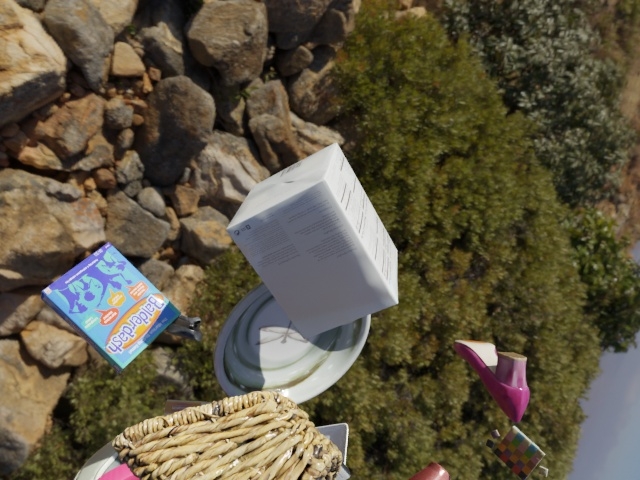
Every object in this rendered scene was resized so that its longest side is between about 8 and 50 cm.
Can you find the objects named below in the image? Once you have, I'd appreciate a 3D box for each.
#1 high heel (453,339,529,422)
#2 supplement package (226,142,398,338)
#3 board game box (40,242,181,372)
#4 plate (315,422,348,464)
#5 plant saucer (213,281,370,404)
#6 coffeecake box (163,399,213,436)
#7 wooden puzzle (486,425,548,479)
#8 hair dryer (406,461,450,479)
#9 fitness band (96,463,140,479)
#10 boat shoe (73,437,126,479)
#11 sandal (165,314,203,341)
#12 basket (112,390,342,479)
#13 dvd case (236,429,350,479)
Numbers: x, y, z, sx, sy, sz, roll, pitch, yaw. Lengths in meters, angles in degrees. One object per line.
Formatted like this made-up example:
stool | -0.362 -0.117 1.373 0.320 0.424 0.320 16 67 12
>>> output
high heel | 0.330 0.268 0.989 0.082 0.244 0.117 6 88 -16
supplement package | 0.000 0.000 0.930 0.263 0.199 0.198 58 21 -21
board game box | -0.410 0.130 0.986 0.160 0.210 0.047 -48 -175 -39
plate | -0.031 0.716 1.515 0.045 0.277 0.278 46 37 -39
plant saucer | -0.071 0.219 1.194 0.400 0.100 0.401 -14 123 -23
coffeecake box | -0.299 0.460 1.198 0.186 0.142 0.068 102 -9 -46
wooden puzzle | 0.265 0.284 0.664 0.006 0.083 0.049 7 117 -48
hair dryer | 0.131 0.399 0.617 0.080 0.223 0.293 61 19 -12
fitness band | -0.393 0.567 0.941 0.209 0.054 0.291 23 85 -49
boat shoe | -0.487 0.558 1.109 0.116 0.319 0.099 -32 103 3
sandal | -0.356 0.216 1.309 0.097 0.254 0.055 20 84 -15
basket | -0.112 0.314 0.700 0.213 0.223 0.299 -42 153 -27
dvd case | -0.090 0.452 0.952 0.238 0.029 0.179 -37 103 4
